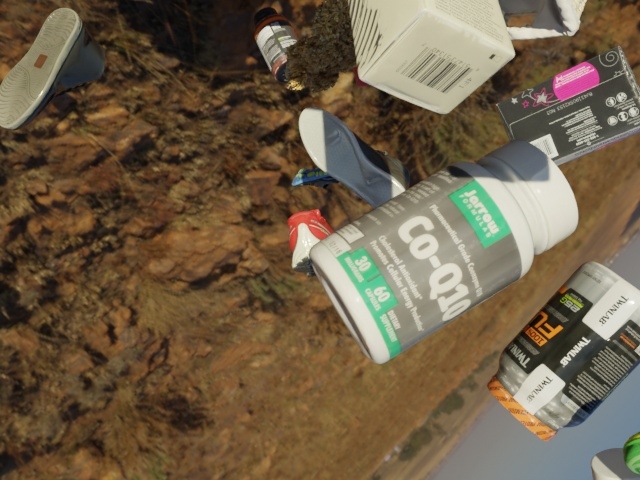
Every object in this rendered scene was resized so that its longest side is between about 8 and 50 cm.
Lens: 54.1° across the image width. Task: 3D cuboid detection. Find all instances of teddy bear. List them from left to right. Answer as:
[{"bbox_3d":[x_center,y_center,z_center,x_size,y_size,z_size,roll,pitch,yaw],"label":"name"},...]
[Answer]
[{"bbox_3d":[0.065,-0.397,1.167,0.338,0.113,0.245,-40,161,14],"label":"teddy bear"}]

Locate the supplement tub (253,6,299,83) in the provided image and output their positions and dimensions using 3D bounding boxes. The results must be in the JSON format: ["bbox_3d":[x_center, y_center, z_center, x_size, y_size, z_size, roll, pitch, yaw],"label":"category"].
[{"bbox_3d":[-0.110,-0.519,1.650,0.106,0.198,0.106,-21,158,-9],"label":"supplement tub"}]

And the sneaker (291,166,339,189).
[{"bbox_3d":[-0.016,-0.180,1.879,0.078,0.188,0.067,45,57,-32],"label":"sneaker"}]

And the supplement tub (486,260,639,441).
[{"bbox_3d":[0.477,0.212,1.185,0.316,0.193,0.193,-50,159,6],"label":"supplement tub"}]

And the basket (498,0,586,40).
[{"bbox_3d":[0.461,-0.695,1.519,0.331,0.328,0.267,37,74,-42],"label":"basket"}]

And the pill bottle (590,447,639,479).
[{"bbox_3d":[0.547,0.496,1.106,0.131,0.131,0.229,-24,105,-49],"label":"pill bottle"}]

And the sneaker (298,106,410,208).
[{"bbox_3d":[0.079,-0.180,1.370,0.104,0.295,0.147,-48,178,23],"label":"sneaker"}]

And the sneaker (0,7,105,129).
[{"bbox_3d":[-0.443,-0.264,1.055,0.222,0.083,0.118,-59,162,-7],"label":"sneaker"}]

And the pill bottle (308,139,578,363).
[{"bbox_3d":[0.181,0.009,0.937,0.361,0.204,0.204,-31,156,-7],"label":"pill bottle"}]

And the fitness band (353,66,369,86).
[{"bbox_3d":[0.186,-0.359,1.283,0.208,0.291,0.054,-19,104,-14],"label":"fitness band"}]

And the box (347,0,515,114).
[{"bbox_3d":[0.090,-0.266,0.608,0.113,0.275,0.094,15,145,-30],"label":"box"}]

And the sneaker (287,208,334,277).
[{"bbox_3d":[0.000,0.000,1.218,0.107,0.119,0.279,-17,169,6],"label":"sneaker"}]

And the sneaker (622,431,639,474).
[{"bbox_3d":[0.530,0.336,0.818,0.109,0.295,0.124,47,70,-29],"label":"sneaker"}]

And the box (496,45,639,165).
[{"bbox_3d":[0.512,-0.250,1.261,0.247,0.164,0.142,-23,174,30],"label":"box"}]
